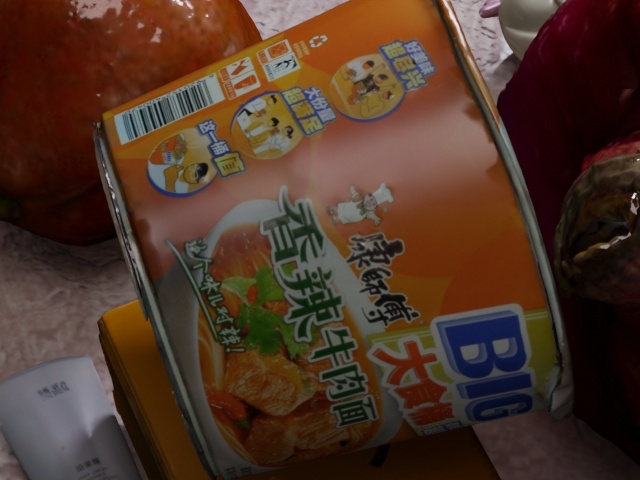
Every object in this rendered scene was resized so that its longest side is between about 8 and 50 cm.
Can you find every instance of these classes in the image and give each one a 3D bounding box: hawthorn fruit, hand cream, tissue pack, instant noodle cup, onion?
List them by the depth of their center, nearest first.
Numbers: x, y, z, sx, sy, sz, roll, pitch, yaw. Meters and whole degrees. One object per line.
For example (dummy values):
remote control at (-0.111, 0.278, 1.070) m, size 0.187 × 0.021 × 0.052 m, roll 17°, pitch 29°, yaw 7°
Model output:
instant noodle cup at (0.000, 0.000, 1.160) m, size 0.214 × 0.296 × 0.296 m, roll -18°, pitch 57°, yaw -2°
onion at (0.250, -0.001, 1.230) m, size 0.398 × 0.398 × 0.420 m, roll 39°, pitch 34°, yaw 23°
tissue pack at (-0.008, 0.157, 1.287) m, size 0.194 × 0.145 × 0.274 m, roll -18°, pitch 57°, yaw -15°
hand cream at (-0.145, 0.183, 1.328) m, size 0.079 × 0.048 × 0.255 m, roll -20°, pitch 55°, yaw -20°
hawthorn fruit at (-0.170, -0.100, 1.434) m, size 0.224 × 0.224 × 0.261 m, roll 30°, pitch 81°, yaw 19°

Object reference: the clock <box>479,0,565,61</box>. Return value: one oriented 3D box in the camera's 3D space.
clock at (0.227, -0.191, 1.552) m, size 0.144 × 0.103 × 0.231 m, roll 38°, pitch 64°, yaw 13°
